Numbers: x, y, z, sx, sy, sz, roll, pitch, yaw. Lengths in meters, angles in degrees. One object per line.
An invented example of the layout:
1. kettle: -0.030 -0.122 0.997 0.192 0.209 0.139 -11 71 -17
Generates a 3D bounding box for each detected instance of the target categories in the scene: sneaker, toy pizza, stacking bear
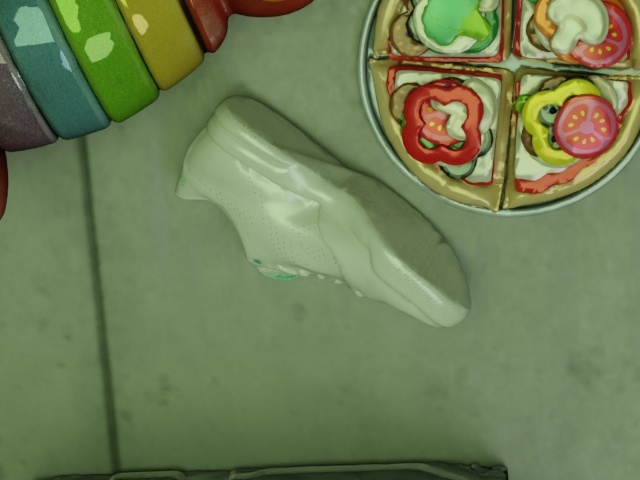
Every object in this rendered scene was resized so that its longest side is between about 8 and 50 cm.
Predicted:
1. sneaker: 0.000 0.000 1.234 0.212 0.080 0.094 38 114 2
2. toy pizza: 0.124 -0.112 1.213 0.201 0.032 0.201 1 103 4
3. stacking bear: -0.123 -0.155 1.160 0.289 0.164 0.175 -24 118 -1

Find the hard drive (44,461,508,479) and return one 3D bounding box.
1. hard drive: -0.045 0.208 1.193 0.338 0.237 0.064 -3 102 6
